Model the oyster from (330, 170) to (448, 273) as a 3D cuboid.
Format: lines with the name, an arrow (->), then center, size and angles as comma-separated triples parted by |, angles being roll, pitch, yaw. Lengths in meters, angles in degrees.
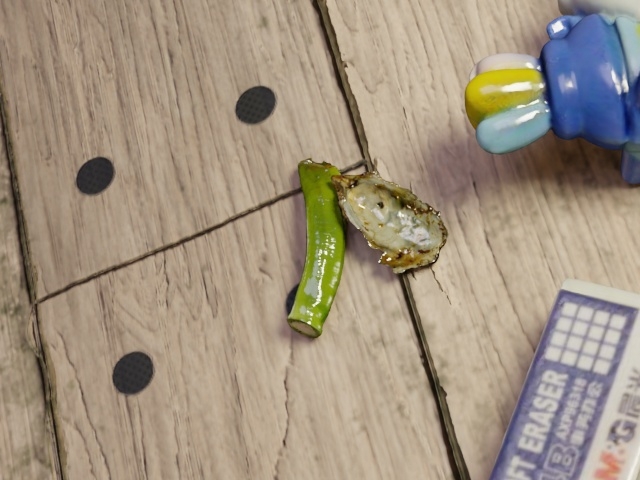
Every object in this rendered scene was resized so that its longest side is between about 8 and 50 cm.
oyster -> 0.069, -0.026, 1.528 | 0.086, 0.029, 0.132 | -27, 71, -1

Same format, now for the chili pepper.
chili pepper -> 0.000, 0.000, 1.554 | 0.052, 0.050, 0.202 | 12, 63, -15

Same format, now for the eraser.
eraser -> 0.227, 0.180, 1.343 | 0.124, 0.081, 0.279 | 14, 72, 28

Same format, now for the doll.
doll -> 0.318, -0.195, 1.445 | 0.376, 0.187, 0.366 | 6, 57, 38
